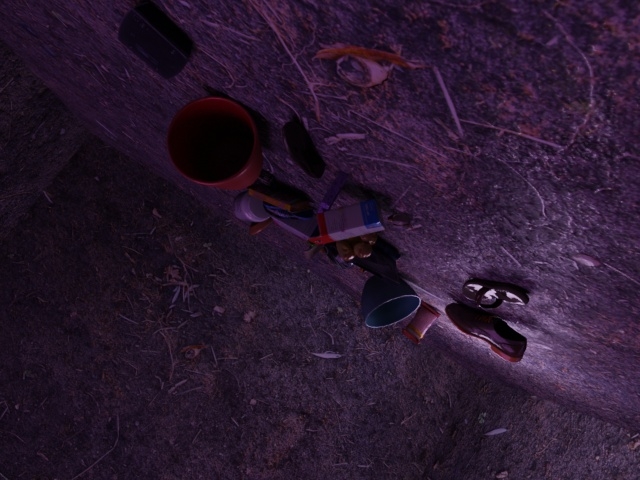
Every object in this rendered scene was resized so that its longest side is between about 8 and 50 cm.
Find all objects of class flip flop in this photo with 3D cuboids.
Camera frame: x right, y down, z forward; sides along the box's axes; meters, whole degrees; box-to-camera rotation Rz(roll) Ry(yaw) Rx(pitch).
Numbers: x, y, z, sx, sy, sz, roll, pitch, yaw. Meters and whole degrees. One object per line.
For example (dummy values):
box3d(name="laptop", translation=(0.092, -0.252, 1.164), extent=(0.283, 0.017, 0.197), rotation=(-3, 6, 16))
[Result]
box3d(name="flip flop", translation=(0.579, 0.194, 1.378), extent=(0.112, 0.080, 0.277), rotation=(35, 168, -16))

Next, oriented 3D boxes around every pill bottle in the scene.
box3d(name="pill bottle", translation=(-0.319, -0.169, 1.966), extent=(0.160, 0.160, 0.283), rotation=(36, 168, -22))

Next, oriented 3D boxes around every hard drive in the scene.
box3d(name="hard drive", translation=(-0.433, -0.518, 1.062), extent=(0.172, 0.054, 0.255), rotation=(38, 167, -31))

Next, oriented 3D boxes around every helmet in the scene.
box3d(name="helmet", translation=(0.106, 0.044, 1.766), extent=(0.161, 0.169, 0.169), rotation=(47, 170, 7))

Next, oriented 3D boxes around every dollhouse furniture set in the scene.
box3d(name="dollhouse furniture set", translation=(0.454, 0.393, 2.278), extent=(0.374, 0.201, 0.152), rotation=(35, 170, 18))

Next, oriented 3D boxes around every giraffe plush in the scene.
box3d(name="giraffe plush", translation=(0.141, -0.007, 1.523), extent=(0.211, 0.181, 0.171), rotation=(8, 177, 40))

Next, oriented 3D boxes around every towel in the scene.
box3d(name="towel", translation=(0.268, 0.038, 1.650), extent=(0.120, 0.029, 0.067), rotation=(33, 169, -5))

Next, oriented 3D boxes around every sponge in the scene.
box3d(name="sponge", translation=(0.033, -0.136, 1.307), extent=(0.031, 0.117, 0.210), rotation=(30, 169, 1))

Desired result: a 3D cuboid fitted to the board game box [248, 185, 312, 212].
box3d(name="board game box", translation=(-0.166, -0.176, 1.689), extent=(0.260, 0.039, 0.124), rotation=(27, -151, 30))

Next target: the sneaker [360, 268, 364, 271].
box3d(name="sneaker", translation=(0.154, 0.073, 1.958), extent=(0.215, 0.083, 0.084), rotation=(34, 170, -4))

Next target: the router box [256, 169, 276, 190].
box3d(name="router box", translation=(-0.247, -0.265, 1.681), extent=(0.123, 0.038, 0.092), rotation=(29, 169, 11))

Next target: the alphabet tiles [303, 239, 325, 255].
box3d(name="alphabet tiles", translation=(0.014, 0.039, 2.359), extent=(0.285, 0.011, 0.343), rotation=(35, 168, -14))

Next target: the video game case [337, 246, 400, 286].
box3d(name="video game case", translation=(0.191, 0.064, 1.628), extent=(0.275, 0.026, 0.196), rotation=(27, -152, -12))

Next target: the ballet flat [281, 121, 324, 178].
box3d(name="ballet flat", translation=(-0.057, -0.254, 1.158), extent=(0.058, 0.084, 0.250), rotation=(24, 172, 28))

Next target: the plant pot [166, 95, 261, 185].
box3d(name="plant pot", translation=(-0.304, -0.281, 1.285), extent=(0.275, 0.274, 0.243), rotation=(30, 178, 7))

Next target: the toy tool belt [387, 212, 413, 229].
box3d(name="toy tool belt", translation=(0.250, -0.053, 1.264), extent=(0.051, 0.052, 0.083), rotation=(46, 164, -24))

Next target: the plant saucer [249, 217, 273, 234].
box3d(name="plant saucer", translation=(-0.294, -0.107, 2.087), extent=(0.037, 0.200, 0.200), rotation=(52, 162, -18))

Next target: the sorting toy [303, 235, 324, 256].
box3d(name="sorting toy", translation=(0.000, 0.000, 1.814), extent=(0.047, 0.196, 0.347), rotation=(49, 171, 11))

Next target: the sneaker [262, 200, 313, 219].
box3d(name="sneaker", translation=(-0.140, -0.132, 1.778), extent=(0.233, 0.081, 0.090), rotation=(18, 155, 8))

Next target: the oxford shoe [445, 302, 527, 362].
box3d(name="oxford shoe", translation=(0.707, 0.356, 1.733), extent=(0.364, 0.130, 0.132), rotation=(32, 138, 34))

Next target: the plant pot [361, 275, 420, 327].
box3d(name="plant pot", translation=(0.323, 0.276, 2.019), extent=(0.290, 0.291, 0.195), rotation=(47, -163, -53))

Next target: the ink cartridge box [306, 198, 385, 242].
box3d(name="ink cartridge box", translation=(0.076, -0.053, 1.275), extent=(0.231, 0.077, 0.134), rotation=(-13, 168, 14))

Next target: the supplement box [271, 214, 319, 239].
box3d(name="supplement box", translation=(-0.103, -0.088, 1.870), extent=(0.220, 0.113, 0.111), rotation=(28, 169, 10))
